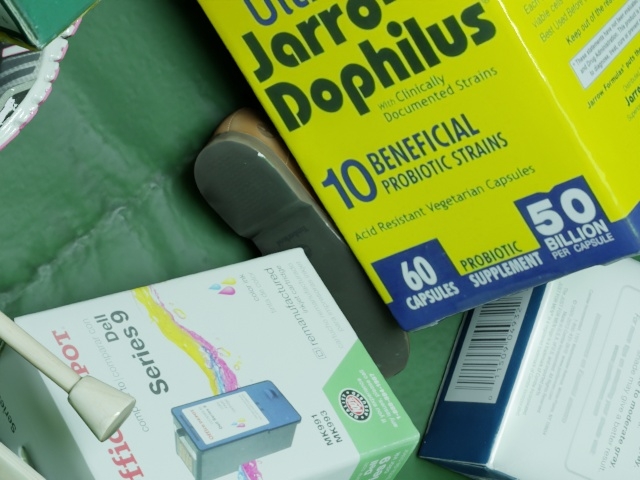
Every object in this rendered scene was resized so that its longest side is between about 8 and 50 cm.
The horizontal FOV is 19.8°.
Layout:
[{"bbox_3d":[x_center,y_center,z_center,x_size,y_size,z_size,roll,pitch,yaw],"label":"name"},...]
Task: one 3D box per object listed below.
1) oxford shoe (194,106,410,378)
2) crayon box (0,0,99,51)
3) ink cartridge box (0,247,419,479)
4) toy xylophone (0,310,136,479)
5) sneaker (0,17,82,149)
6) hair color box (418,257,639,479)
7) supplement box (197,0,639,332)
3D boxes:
[{"bbox_3d":[0.000,0.000,1.208,0.212,0.076,0.076,57,27,-23],"label":"oxford shoe"},{"bbox_3d":[-0.152,-0.264,0.980,0.313,0.363,0.106,-46,128,-19],"label":"crayon box"},{"bbox_3d":[-0.073,0.107,1.100,0.212,0.093,0.154,-14,59,-33],"label":"ink cartridge box"},{"bbox_3d":[-0.234,0.121,0.989,0.323,0.236,0.081,31,34,10],"label":"toy xylophone"},{"bbox_3d":[-0.195,-0.128,1.125,0.075,0.063,0.170,29,71,-21],"label":"sneaker"},{"bbox_3d":[0.258,0.135,1.296,0.347,0.105,0.174,25,78,-21],"label":"hair color box"},{"bbox_3d":[0.074,-0.156,1.144,0.356,0.194,0.195,58,41,-11],"label":"supplement box"}]
